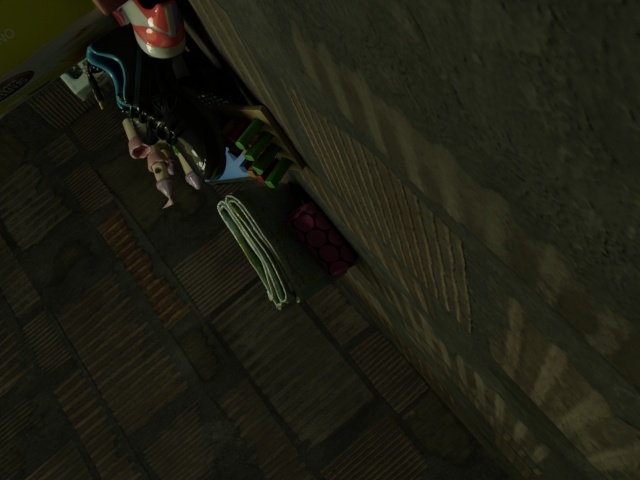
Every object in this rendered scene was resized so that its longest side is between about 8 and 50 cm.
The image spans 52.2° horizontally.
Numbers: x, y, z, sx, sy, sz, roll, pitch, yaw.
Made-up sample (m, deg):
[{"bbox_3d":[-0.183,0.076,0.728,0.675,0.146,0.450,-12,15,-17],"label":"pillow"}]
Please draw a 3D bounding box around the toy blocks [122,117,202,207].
[{"bbox_3d":[-0.392,-0.261,2.005,0.260,0.288,0.309,63,-177,23],"label":"toy blocks"}]

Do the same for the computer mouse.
[{"bbox_3d":[-0.418,-0.317,1.461,0.060,0.184,0.262,6,126,25],"label":"computer mouse"}]

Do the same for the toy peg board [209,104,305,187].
[{"bbox_3d":[-0.141,-0.179,1.280,0.160,0.079,0.161,12,149,42],"label":"toy peg board"}]

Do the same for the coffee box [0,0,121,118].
[{"bbox_3d":[-0.625,-0.457,1.218,0.338,0.337,0.334,53,177,-15],"label":"coffee box"}]

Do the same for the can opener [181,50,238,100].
[{"bbox_3d":[-0.278,-0.390,1.509,0.283,0.076,0.095,47,143,41],"label":"can opener"}]

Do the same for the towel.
[{"bbox_3d":[-0.088,-0.001,1.723,0.320,0.090,0.374,59,-157,4],"label":"towel"}]

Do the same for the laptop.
[{"bbox_3d":[-0.265,-0.227,1.421,0.234,0.137,0.264,-3,166,40],"label":"laptop"}]

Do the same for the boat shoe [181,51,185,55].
[{"bbox_3d":[-0.377,-0.400,1.730,0.130,0.132,0.355,32,155,59],"label":"boat shoe"}]

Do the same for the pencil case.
[{"bbox_3d":[0.000,0.000,1.669,0.209,0.098,0.095,50,176,-13],"label":"pencil case"}]

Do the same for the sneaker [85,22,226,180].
[{"bbox_3d":[-0.308,-0.247,1.237,0.341,0.139,0.125,56,143,-1],"label":"sneaker"}]

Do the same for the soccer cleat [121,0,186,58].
[{"bbox_3d":[-0.338,-0.471,1.184,0.318,0.108,0.116,55,152,22],"label":"soccer cleat"}]

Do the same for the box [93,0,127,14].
[{"bbox_3d":[-0.316,-0.434,0.917,0.149,0.127,0.232,51,176,-12],"label":"box"}]

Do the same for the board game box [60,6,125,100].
[{"bbox_3d":[-0.640,-0.585,1.865,0.224,0.303,0.097,50,176,-1],"label":"board game box"}]

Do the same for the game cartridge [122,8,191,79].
[{"bbox_3d":[-0.375,-0.439,1.486,0.297,0.062,0.198,61,167,10],"label":"game cartridge"}]
